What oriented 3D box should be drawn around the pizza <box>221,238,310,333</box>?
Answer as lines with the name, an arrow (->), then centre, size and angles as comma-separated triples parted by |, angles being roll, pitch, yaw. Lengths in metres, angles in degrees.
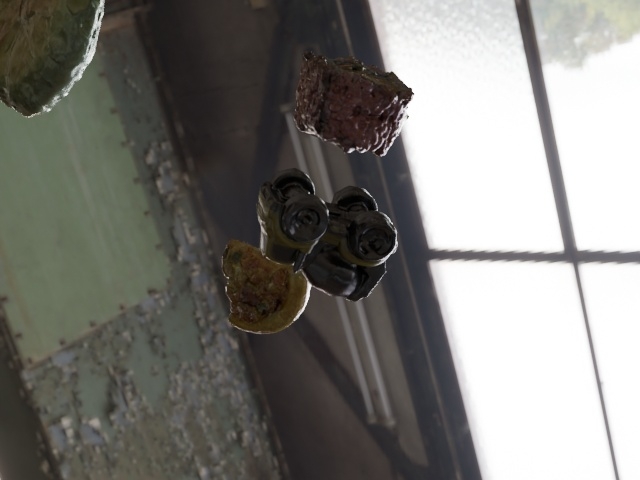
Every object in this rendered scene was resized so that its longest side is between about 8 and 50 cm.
pizza -> -0.121, 0.085, 1.906 | 0.058, 0.197, 0.292 | -36, -176, -40

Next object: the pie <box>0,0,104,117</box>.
pie -> -0.353, -0.304, 1.277 | 0.306, 0.306, 0.071 | 3, 176, 44

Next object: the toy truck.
toy truck -> 0.000, 0.000, 1.552 | 0.224, 0.165, 0.147 | 16, -160, -23

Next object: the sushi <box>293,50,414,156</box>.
sushi -> 0.072, -0.274, 2.079 | 0.237, 0.170, 0.270 | 8, -162, -24
